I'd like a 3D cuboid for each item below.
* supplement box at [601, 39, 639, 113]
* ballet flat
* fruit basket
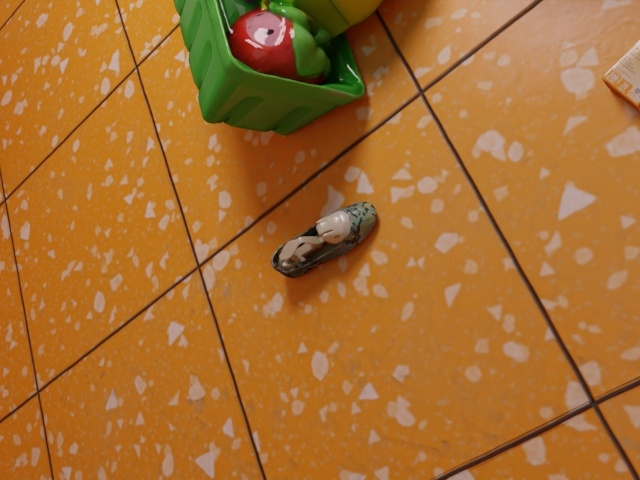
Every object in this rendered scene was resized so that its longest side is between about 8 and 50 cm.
[{"bbox_3d":[0.398,-0.209,0.847,0.098,0.036,0.062,-47,56,17],"label":"supplement box"},{"bbox_3d":[0.000,0.000,1.073,0.188,0.070,0.070,-37,60,24],"label":"ballet flat"},{"bbox_3d":[-0.042,-0.388,1.096,0.392,0.283,0.392,-6,83,52],"label":"fruit basket"}]
